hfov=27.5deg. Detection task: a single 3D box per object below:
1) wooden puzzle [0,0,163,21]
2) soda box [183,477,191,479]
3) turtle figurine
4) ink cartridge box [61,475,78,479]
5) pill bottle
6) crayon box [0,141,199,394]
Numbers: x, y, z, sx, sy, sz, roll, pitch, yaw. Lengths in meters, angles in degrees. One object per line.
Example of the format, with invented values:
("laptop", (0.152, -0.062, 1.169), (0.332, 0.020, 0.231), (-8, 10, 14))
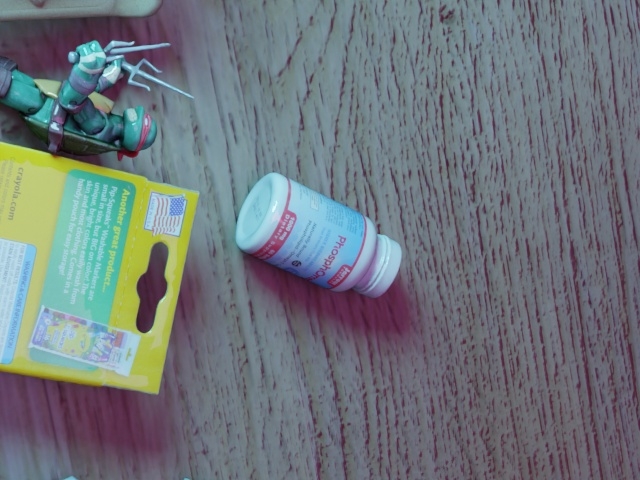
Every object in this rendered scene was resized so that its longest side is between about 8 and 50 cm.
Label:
("wooden puzzle", (-0.275, -0.326, 1.058), (0.348, 0.080, 0.322), (-6, 132, -30))
("soda box", (-0.060, 0.327, 1.327), (0.216, 0.069, 0.074), (35, 77, -22))
("turtle figurine", (-0.228, -0.136, 1.188), (0.234, 0.175, 0.118), (14, 88, -13))
("ink cartridge box", (-0.325, 0.309, 1.136), (0.311, 0.186, 0.065), (-19, 101, -23))
("pill bottle", (0.000, 0.000, 1.338), (0.160, 0.087, 0.087), (25, 81, -23))
("crayon box", (-0.292, 0.017, 1.203), (0.323, 0.083, 0.203), (13, 85, -24))
